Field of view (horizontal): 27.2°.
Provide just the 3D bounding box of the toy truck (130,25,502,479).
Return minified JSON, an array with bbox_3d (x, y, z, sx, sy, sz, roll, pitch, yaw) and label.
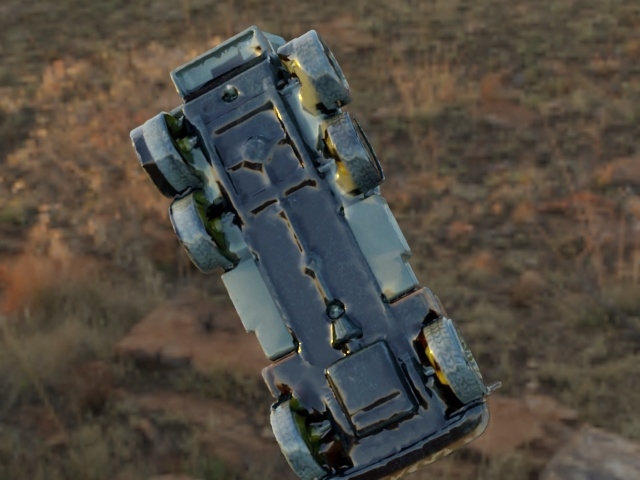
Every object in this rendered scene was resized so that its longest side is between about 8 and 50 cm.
[{"bbox_3d":[0.000,0.000,0.698,0.108,0.256,0.140,-28,-9,9],"label":"toy truck"}]
